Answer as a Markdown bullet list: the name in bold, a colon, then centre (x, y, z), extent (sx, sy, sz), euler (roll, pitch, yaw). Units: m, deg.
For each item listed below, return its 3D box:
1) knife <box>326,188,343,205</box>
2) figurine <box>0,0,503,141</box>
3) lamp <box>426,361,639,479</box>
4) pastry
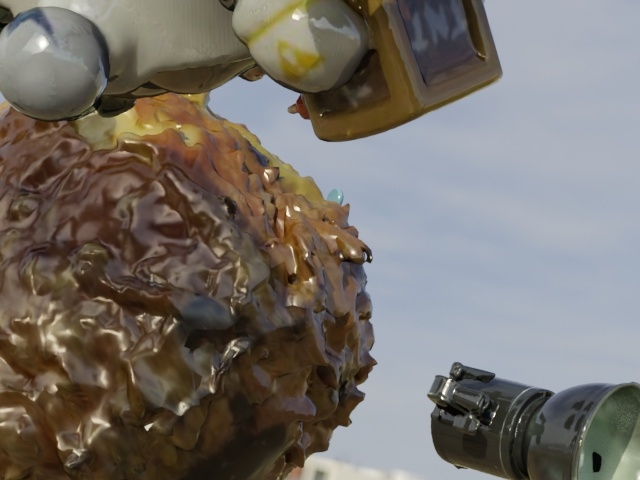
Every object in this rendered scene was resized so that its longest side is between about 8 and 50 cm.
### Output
- **knife**: centre (0.000, 0.000, 1.539), extent (0.010, 0.096, 0.027), euler (20, -4, -39)
- **figurine**: centre (-0.027, -0.139, 0.787), extent (0.261, 0.186, 0.382), euler (-19, 14, -42)
- **lamp**: centre (0.195, 0.186, 1.734), extent (0.227, 0.147, 0.172), euler (11, -17, 41)
- **pastry**: centre (-0.135, 0.069, 1.365), extent (0.337, 0.405, 0.292), euler (14, -18, 19)
